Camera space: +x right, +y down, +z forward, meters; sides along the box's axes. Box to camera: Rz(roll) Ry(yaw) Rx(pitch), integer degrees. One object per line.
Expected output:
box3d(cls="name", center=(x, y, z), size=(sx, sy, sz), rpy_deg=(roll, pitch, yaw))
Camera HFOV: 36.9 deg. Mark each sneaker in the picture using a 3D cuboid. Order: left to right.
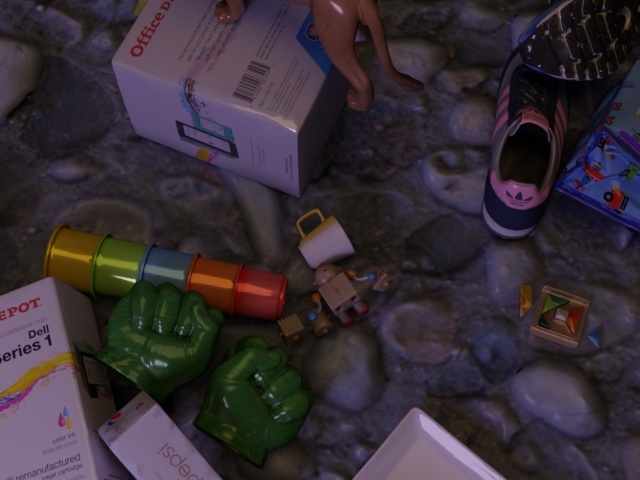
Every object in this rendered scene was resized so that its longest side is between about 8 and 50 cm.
box3d(cls="sneaker", center=(0.300, -0.166, 1.343), size=(0.112, 0.131, 0.319), rpy_deg=(9, 67, 4))
box3d(cls="sneaker", center=(0.386, -0.323, 1.399), size=(0.330, 0.129, 0.147), rpy_deg=(-32, 27, -34))

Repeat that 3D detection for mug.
box3d(cls="mug", center=(0.002, 0.003, 1.318), size=(0.064, 0.062, 0.078), rpy_deg=(-32, 40, -3))

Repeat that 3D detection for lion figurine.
box3d(cls="lion figurine", center=(-0.037, -0.323, 1.139), size=(0.392, 0.240, 0.142), rpy_deg=(28, 69, 10))

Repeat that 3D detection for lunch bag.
box3d(cls="lunch bag", center=(0.508, -0.100, 1.307), size=(0.293, 0.138, 0.221), rpy_deg=(33, 55, 4))

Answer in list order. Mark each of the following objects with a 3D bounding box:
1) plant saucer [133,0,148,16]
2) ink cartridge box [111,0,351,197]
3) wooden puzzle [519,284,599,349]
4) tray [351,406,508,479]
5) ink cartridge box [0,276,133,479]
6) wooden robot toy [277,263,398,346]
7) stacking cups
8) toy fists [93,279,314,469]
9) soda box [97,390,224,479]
box3d(cls="plant saucer", center=(-0.183, -0.425, 1.506), size=(0.188, 0.045, 0.188), rpy_deg=(11, 67, 5))
box3d(cls="ink cartridge box", center=(-0.114, -0.226, 1.336), size=(0.270, 0.197, 0.198), rpy_deg=(22, 69, 9))
box3d(cls="wooden puzzle", center=(0.322, 0.102, 1.291), size=(0.116, 0.014, 0.078), rpy_deg=(13, 68, 6))
box3d(cls="tray", center=(0.176, 0.345, 1.179), size=(0.270, 0.030, 0.145), rpy_deg=(38, 72, 16))
box3d(cls="ink cartridge box", center=(-0.367, 0.211, 1.178), size=(0.201, 0.117, 0.278), rpy_deg=(-21, 68, 4))
box3d(cls="wooden robot toy", center=(0.013, 0.070, 1.280), size=(0.173, 0.076, 0.079), rpy_deg=(-33, 57, -2))
box3d(cls="stacking cups", center=(-0.203, 0.057, 1.279), size=(0.316, 0.096, 0.096), rpy_deg=(13, 67, 3))
box3d(cls="toy fists", center=(-0.137, 0.157, 1.196), size=(0.279, 0.096, 0.142), rpy_deg=(34, 72, -4))
box3d(cls="soda box", center=(-0.163, 0.283, 1.127), size=(0.074, 0.069, 0.216), rpy_deg=(-42, 111, -16))
